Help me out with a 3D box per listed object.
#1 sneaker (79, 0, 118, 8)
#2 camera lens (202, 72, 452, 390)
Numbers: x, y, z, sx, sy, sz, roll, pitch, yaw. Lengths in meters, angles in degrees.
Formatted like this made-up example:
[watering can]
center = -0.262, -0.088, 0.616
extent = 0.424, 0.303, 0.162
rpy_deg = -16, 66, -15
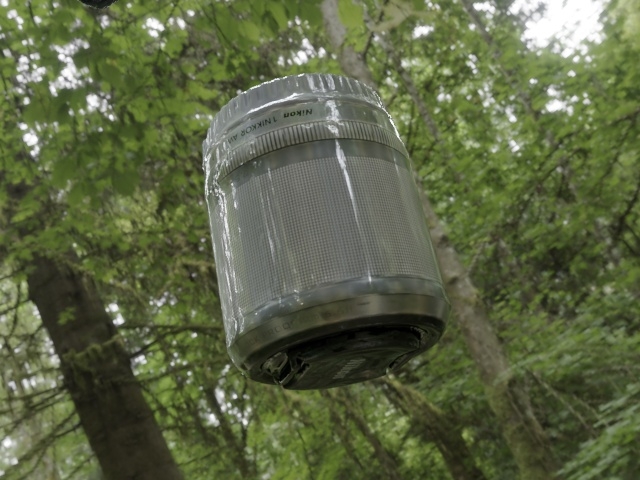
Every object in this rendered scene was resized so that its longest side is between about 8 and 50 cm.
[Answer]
[sneaker]
center = -0.178, -0.294, 0.599
extent = 0.121, 0.111, 0.300
rpy_deg = -52, -8, -15
[camera lens]
center = 0.000, 0.000, 0.736
extent = 0.219, 0.274, 0.219
rpy_deg = -10, -24, -4
